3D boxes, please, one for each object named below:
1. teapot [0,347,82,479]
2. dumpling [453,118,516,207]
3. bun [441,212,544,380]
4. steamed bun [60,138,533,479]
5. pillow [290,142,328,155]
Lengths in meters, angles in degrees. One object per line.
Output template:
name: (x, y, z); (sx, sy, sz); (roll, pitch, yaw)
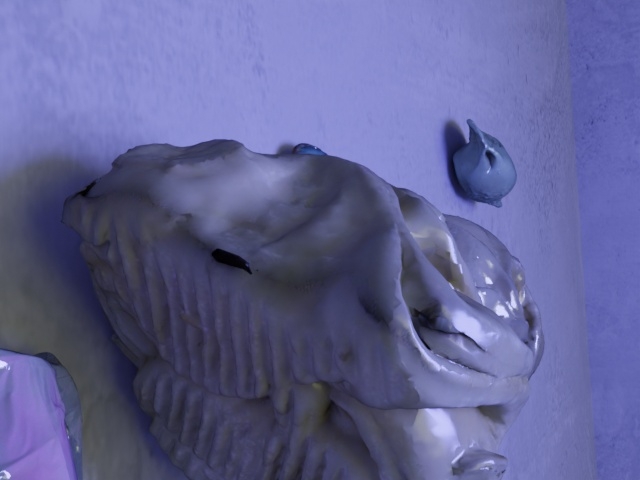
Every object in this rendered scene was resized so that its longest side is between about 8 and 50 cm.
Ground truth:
teapot: (-0.193, 0.143, 0.358); (0.221, 0.163, 0.178); (24, 59, -53)
dumpling: (0.302, -0.142, 1.218); (0.108, 0.153, 0.219); (-37, 141, -8)
bun: (0.196, 0.140, 0.905); (0.365, 0.219, 0.366); (5, 84, -53)
steamed bun: (0.004, 0.060, 0.513); (0.394, 0.346, 0.237); (54, 44, -8)
pillow: (0.000, 0.000, 0.740); (0.214, 0.086, 0.233); (63, 38, -23)
